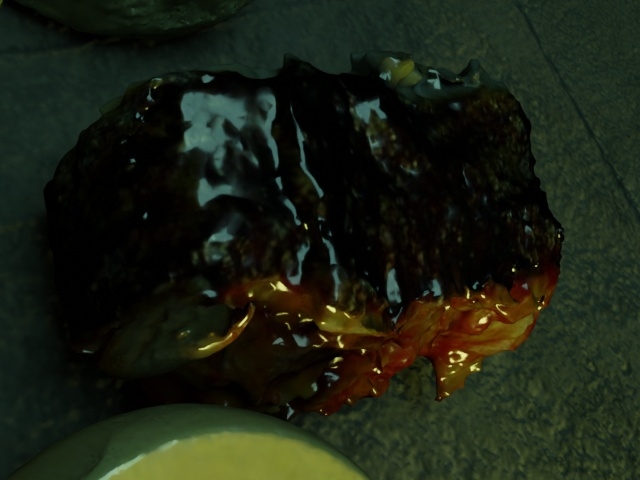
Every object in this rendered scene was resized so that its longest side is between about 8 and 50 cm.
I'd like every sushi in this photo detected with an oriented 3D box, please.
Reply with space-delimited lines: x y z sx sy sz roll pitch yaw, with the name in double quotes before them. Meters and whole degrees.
"sushi" 0.000 0.000 0.588 0.343 0.196 0.182 -7 64 -40

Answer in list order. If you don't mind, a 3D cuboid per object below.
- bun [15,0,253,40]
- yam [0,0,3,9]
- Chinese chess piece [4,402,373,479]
"bun" -0.118 -0.259 0.667 0.259 0.152 0.259 20 54 -29
"yam" -0.284 -0.098 0.427 0.300 0.195 0.195 27 53 -24
"Chinese chess piece" -0.060 0.199 0.459 0.251 0.097 0.250 5 81 -34
